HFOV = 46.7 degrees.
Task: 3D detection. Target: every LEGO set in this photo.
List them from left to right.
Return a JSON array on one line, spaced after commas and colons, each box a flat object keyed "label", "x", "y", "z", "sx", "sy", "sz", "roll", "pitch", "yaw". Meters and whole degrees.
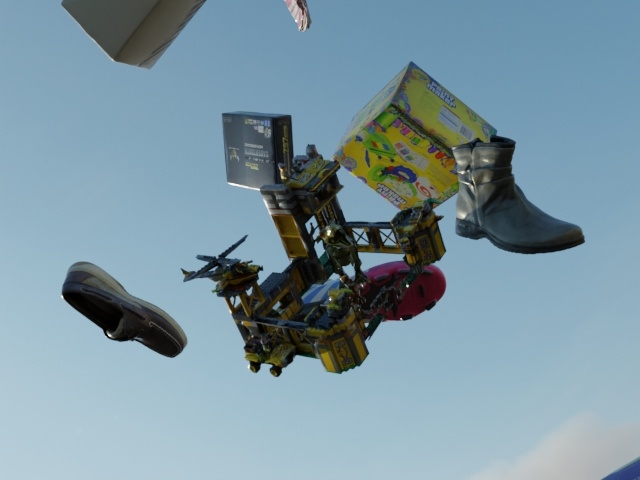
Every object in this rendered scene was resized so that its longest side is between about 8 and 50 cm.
[{"label": "LEGO set", "x": 0.000, "y": 0.000, "z": 0.967, "sx": 0.331, "sy": 0.255, "sz": 0.192, "roll": -41, "pitch": -57, "yaw": -33}]

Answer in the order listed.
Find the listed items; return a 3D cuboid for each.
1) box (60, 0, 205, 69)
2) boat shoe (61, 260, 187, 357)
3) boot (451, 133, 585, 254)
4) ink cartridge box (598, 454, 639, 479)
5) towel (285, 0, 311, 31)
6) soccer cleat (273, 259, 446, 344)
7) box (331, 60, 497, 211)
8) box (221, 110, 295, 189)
[{"label": "box", "x": -0.185, "y": -0.353, "z": 0.920, "sx": 0.275, "sy": 0.113, "sz": 0.094, "roll": -45, "pitch": -8, "yaw": 16}, {"label": "boat shoe", "x": -0.394, "y": 0.158, "z": 1.476, "sx": 0.103, "sy": 0.092, "sz": 0.285, "roll": -33, "pitch": -64, "yaw": 31}, {"label": "boot", "x": 0.283, "y": -0.074, "z": 1.118, "sx": 0.083, "sy": 0.246, "sz": 0.161, "roll": -15, "pitch": -72, "yaw": -30}, {"label": "ink cartridge box", "x": 0.534, "y": 0.342, "z": 1.137, "sx": 0.307, "sy": 0.072, "sz": 0.303, "roll": -13, "pitch": -29, "yaw": -29}, {"label": "towel", "x": -0.082, "y": -0.489, "z": 1.360, "sx": 0.029, "sy": 0.197, "sz": 0.144, "roll": -33, "pitch": -9, "yaw": 0}, {"label": "soccer cleat", "x": 0.058, "y": 0.099, "z": 1.347, "sx": 0.331, "sy": 0.143, "sz": 0.116, "roll": -17, "pitch": -70, "yaw": -6}, {"label": "box", "x": 0.236, "y": -0.243, "z": 1.891, "sx": 0.290, "sy": 0.177, "sz": 0.279, "roll": 36, "pitch": -38, "yaw": -14}, {"label": "box", "x": -0.154, "y": -0.219, "z": 1.817, "sx": 0.059, "sy": 0.233, "sz": 0.183, "roll": -15, "pitch": -70, "yaw": -36}]
